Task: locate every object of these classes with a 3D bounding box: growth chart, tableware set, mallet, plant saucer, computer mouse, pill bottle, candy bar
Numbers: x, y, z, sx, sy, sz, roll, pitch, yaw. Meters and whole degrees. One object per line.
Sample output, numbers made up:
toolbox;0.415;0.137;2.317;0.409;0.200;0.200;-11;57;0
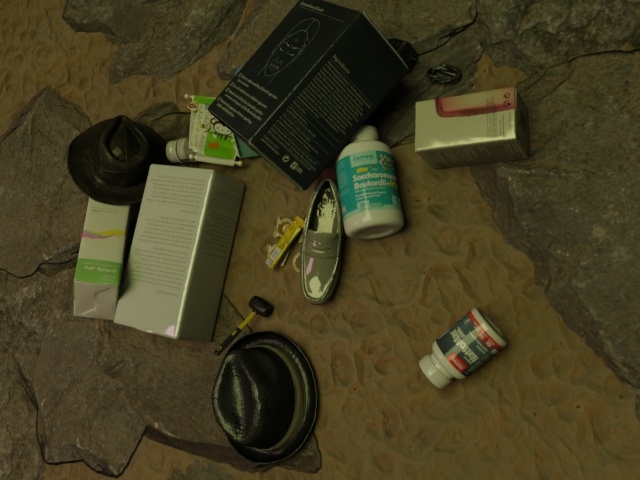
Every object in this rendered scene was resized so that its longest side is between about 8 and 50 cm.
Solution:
growth chart;-0.296;-0.313;1.979;0.172;0.021;0.237;-1;65;-12
tableware set;-0.070;0.010;1.843;0.169;0.020;0.141;11;84;28
mallet;-0.198;0.228;1.811;0.062;0.039;0.189;23;63;28
plant saucer;-0.221;-0.314;1.976;0.018;0.067;0.192;125;132;-60
computer mouse;0.247;-0.449;1.775;0.242;0.041;0.071;31;77;24
pill bottle;0.114;-0.144;1.709;0.146;0.146;0.264;-16;72;24
pill bottle;0.311;0.243;1.544;0.180;0.108;0.108;-44;63;13
pill bottle;-0.375;-0.263;2.028;0.137;0.078;0.078;-2;78;27
candy bar;-0.094;0.009;1.834;0.040;0.018;0.161;40;100;33

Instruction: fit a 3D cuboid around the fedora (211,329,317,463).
fedora;-0.169;0.385;1.736;0.334;0.152;0.333;-6;76;26

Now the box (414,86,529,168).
box;0.349;-0.254;1.610;0.232;0.149;0.126;-3;77;26

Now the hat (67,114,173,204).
hat;-0.567;-0.264;1.993;0.331;0.331;0.134;56;149;25

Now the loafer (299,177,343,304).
loafer;0.000;0.000;1.747;0.112;0.111;0.319;3;81;9

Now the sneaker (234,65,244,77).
sneaker;-0.156;-0.419;1.947;0.232;0.081;0.090;21;82;28

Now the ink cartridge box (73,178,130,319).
ink cartridge box;-0.611;0.020;1.977;0.207;0.119;0.353;116;156;-52

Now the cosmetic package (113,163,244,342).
cosmetic package;-0.383;0.033;1.918;0.230;0.161;0.453;9;83;29

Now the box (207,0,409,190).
box;-0.038;-0.372;1.724;0.395;0.212;0.293;-49;38;2
